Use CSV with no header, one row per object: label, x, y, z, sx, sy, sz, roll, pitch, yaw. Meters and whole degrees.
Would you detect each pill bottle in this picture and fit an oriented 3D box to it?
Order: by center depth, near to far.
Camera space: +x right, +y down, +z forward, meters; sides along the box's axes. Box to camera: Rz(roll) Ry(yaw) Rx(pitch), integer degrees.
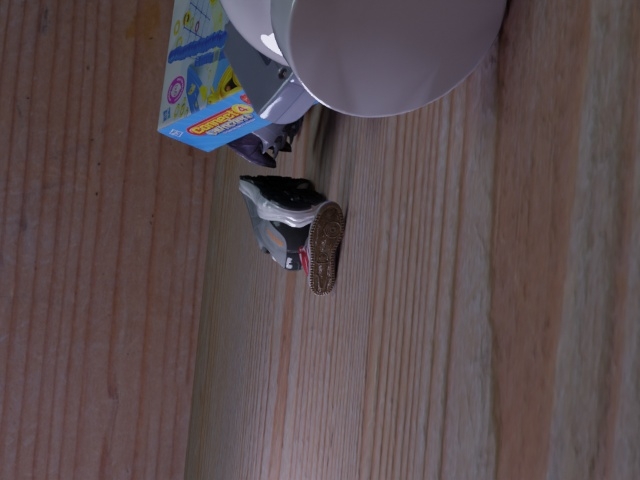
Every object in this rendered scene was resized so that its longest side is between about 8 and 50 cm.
pill bottle,-0.001,-0.287,1.077,0.408,0.229,0.229,-115,30,-46

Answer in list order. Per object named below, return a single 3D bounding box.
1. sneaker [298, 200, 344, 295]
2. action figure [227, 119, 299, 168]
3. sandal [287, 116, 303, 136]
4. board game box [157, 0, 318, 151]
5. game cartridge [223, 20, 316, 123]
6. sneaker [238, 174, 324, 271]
sneaker,0.000,0.000,1.540,0.067,0.042,0.118,-114,29,-65
action figure,-0.027,-0.240,1.706,0.185,0.099,0.285,-88,23,-62
sandal,-0.061,-0.257,2.037,0.097,0.054,0.254,117,148,-43
board game box,-0.072,-0.301,1.612,0.302,0.086,0.308,-18,60,48
game cartridge,-0.003,-0.280,1.378,0.294,0.060,0.196,-57,34,26
sneaker,-0.059,-0.031,1.753,0.271,0.100,0.108,-122,34,-74
